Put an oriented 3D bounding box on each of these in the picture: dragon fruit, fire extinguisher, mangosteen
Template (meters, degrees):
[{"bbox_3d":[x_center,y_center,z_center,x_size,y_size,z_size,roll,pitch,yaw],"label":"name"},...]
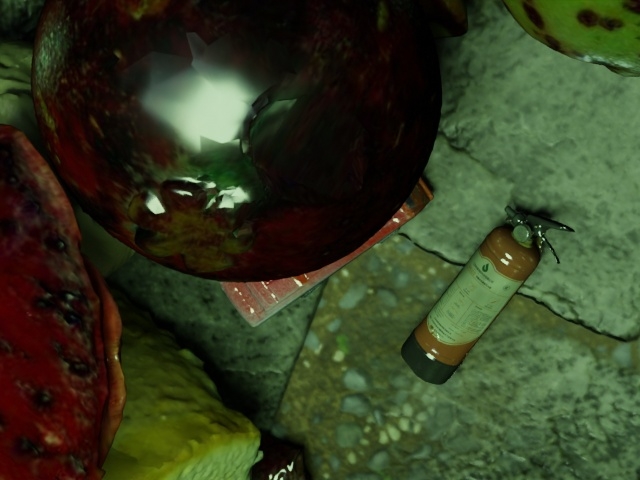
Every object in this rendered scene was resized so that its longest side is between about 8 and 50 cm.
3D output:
[{"bbox_3d":[-0.253,0.126,0.973,0.228,0.286,0.329,33,137,-13],"label":"dragon fruit"},{"bbox_3d":[0.133,0.041,1.108,0.062,0.050,0.177,46,120,20],"label":"fire extinguisher"},{"bbox_3d":[-0.054,-0.122,0.971,0.311,0.311,0.311,7,112,17],"label":"mangosteen"}]

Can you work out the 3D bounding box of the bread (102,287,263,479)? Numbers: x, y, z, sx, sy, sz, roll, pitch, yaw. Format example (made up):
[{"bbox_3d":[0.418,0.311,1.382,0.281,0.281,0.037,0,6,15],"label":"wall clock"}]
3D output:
[{"bbox_3d":[-0.249,0.259,1.174,0.239,0.264,0.395,40,121,27],"label":"bread"}]

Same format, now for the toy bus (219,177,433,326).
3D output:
[{"bbox_3d":[0.000,0.000,1.125,0.192,0.077,0.065,-36,92,26],"label":"toy bus"}]

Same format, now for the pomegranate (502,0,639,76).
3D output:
[{"bbox_3d":[0.241,-0.240,0.862,0.306,0.242,0.242,-40,93,22],"label":"pomegranate"}]

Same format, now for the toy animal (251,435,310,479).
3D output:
[{"bbox_3d":[-0.044,0.273,1.221,0.218,0.116,0.179,8,113,24],"label":"toy animal"}]

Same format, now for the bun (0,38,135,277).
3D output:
[{"bbox_3d":[-0.210,-0.070,1.104,0.116,0.210,0.237,-31,55,14],"label":"bun"}]
